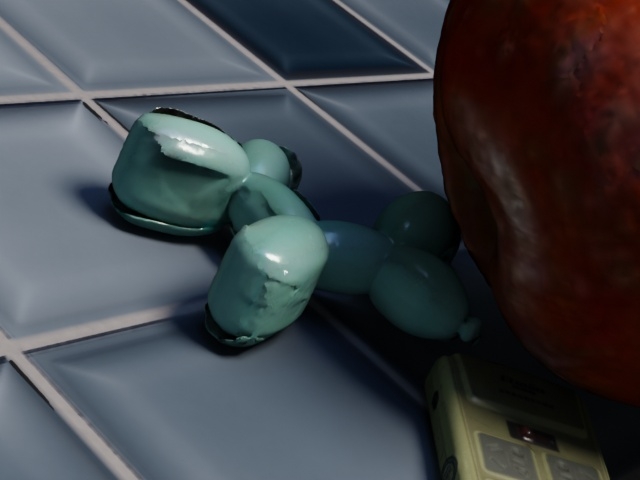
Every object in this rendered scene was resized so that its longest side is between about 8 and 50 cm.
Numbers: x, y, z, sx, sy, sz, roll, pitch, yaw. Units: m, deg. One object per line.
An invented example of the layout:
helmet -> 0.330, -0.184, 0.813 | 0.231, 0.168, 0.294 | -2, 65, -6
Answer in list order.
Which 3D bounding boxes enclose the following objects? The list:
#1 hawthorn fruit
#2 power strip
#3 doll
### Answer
hawthorn fruit -> 0.188, -0.057, 0.623 | 0.284, 0.284, 0.284 | 20, 27, -11
power strip -> 0.086, 0.100, 0.570 | 0.076, 0.028, 0.169 | 18, 28, -14
doll -> 0.000, 0.000, 0.641 | 0.158, 0.059, 0.159 | -7, 40, -47
